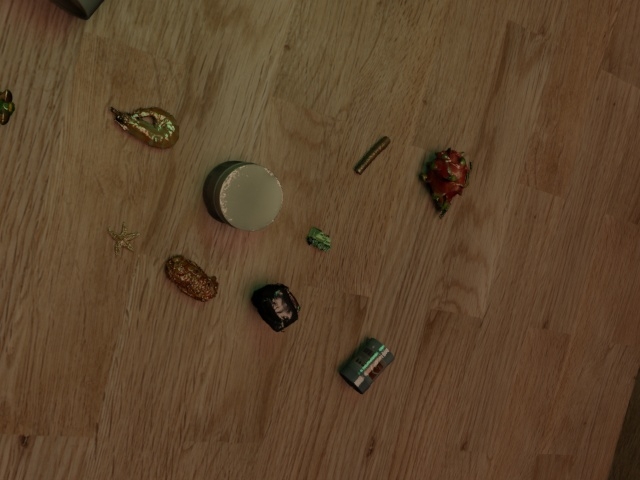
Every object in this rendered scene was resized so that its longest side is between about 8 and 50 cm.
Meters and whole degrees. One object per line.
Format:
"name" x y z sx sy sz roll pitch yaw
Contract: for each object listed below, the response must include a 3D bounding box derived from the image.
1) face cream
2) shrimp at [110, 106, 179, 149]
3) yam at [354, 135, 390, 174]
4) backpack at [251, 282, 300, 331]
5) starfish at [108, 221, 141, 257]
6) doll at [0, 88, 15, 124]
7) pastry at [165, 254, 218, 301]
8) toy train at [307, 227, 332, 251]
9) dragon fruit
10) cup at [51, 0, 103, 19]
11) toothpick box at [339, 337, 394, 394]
"face cream" -0.207 -0.120 1.682 0.178 0.153 0.177 -5 101 -27
"shrimp" -0.433 -0.293 1.585 0.180 0.041 0.099 22 88 -30
"yam" 0.157 -0.258 1.927 0.145 0.032 0.032 -48 118 -14
"backpack" -0.126 0.173 1.773 0.106 0.165 0.119 -30 109 -13
"starfish" -0.505 0.000 1.617 0.092 0.016 0.086 42 77 -34
"doll" -0.696 -0.292 1.405 0.077 0.113 0.078 1 100 -66
"pastry" -0.338 0.108 1.703 0.169 0.063 0.087 38 78 -28
"toy train" 0.000 0.000 1.889 0.083 0.033 0.053 26 83 -31
"dragon fruit" 0.395 -0.178 2.025 0.137 0.135 0.235 -1 118 -35
"cup" -0.510 -0.692 1.326 0.326 0.237 0.323 -55 152 -7
"toothpick box" 0.147 0.395 2.008 0.153 0.101 0.101 -45 117 -14
